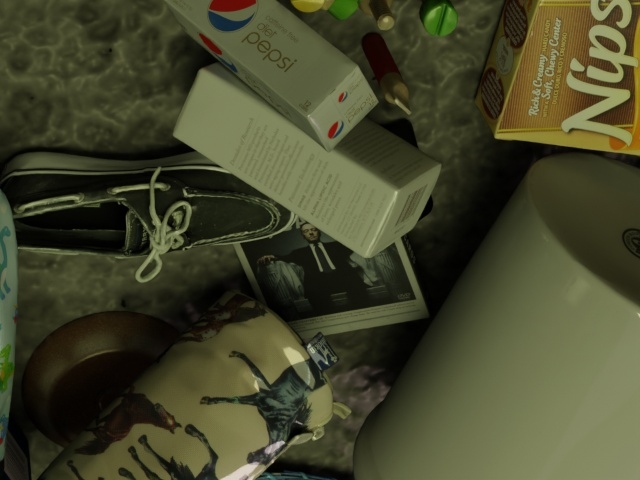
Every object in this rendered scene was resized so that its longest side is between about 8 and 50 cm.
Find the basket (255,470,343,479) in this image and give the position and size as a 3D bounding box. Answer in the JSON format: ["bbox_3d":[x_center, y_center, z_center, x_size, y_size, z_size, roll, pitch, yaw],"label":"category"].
[{"bbox_3d":[0.016,0.355,2.040,0.254,0.201,0.289,12,138,-19],"label":"basket"}]

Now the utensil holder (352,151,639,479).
[{"bbox_3d":[0.255,0.147,1.881,0.327,0.328,0.385,15,122,-21],"label":"utensil holder"}]

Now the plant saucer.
[{"bbox_3d":[-0.226,0.168,1.979,0.198,0.036,0.199,-5,123,-8],"label":"plant saucer"}]

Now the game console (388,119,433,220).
[{"bbox_3d":[0.048,-0.059,1.904,0.107,0.071,0.122,0,128,24],"label":"game console"}]

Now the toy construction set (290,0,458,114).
[{"bbox_3d":[0.046,-0.250,1.639,0.257,0.237,0.309,-21,125,2],"label":"toy construction set"}]

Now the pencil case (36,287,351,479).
[{"bbox_3d":[-0.158,0.237,1.845,0.410,0.183,0.160,-44,167,-22],"label":"pencil case"}]

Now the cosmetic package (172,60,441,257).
[{"bbox_3d":[-0.012,-0.086,1.739,0.231,0.117,0.085,32,116,15],"label":"cosmetic package"}]

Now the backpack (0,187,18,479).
[{"bbox_3d":[-0.419,0.062,1.730,0.273,0.290,0.356,-6,122,-59],"label":"backpack"}]

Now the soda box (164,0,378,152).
[{"bbox_3d":[-0.049,-0.178,1.671,0.069,0.216,0.074,-46,151,-6],"label":"soda box"}]

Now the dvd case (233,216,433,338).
[{"bbox_3d":[0.000,0.000,1.891,0.179,0.030,0.239,-10,127,17],"label":"dvd case"}]

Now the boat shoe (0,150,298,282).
[{"bbox_3d":[-0.171,-0.025,1.795,0.306,0.105,0.113,6,129,-7],"label":"boat shoe"}]

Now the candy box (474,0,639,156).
[{"bbox_3d":[0.287,-0.243,1.788,0.182,0.087,0.316,6,122,-16],"label":"candy box"}]

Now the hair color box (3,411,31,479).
[{"bbox_3d":[-0.482,0.301,1.926,0.347,0.174,0.105,-23,126,3],"label":"hair color box"}]
